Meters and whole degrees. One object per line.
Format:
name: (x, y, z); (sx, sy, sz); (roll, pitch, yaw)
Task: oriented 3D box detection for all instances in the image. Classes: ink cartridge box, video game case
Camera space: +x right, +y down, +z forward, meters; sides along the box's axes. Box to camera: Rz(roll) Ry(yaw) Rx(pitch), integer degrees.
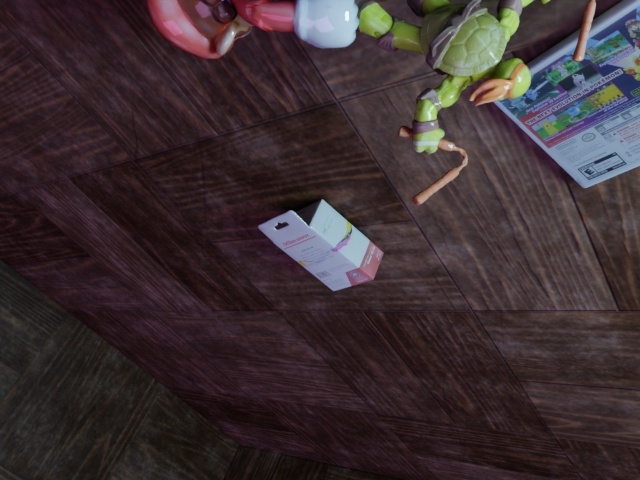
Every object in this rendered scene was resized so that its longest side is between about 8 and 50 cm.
ink cartridge box: (0.000, 0.000, 1.052); (0.198, 0.067, 0.115); (40, 144, -23)
video game case: (0.323, -0.155, 0.657); (0.183, 0.023, 0.201); (37, 147, -17)

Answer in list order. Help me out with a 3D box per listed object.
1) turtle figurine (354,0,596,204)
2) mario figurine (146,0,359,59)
turtle figurine: (0.117, -0.187, 0.583); (0.217, 0.269, 0.087); (39, -177, 20)
mario figurine: (-0.047, -0.289, 0.591); (0.170, 0.197, 0.321); (22, 160, -32)
